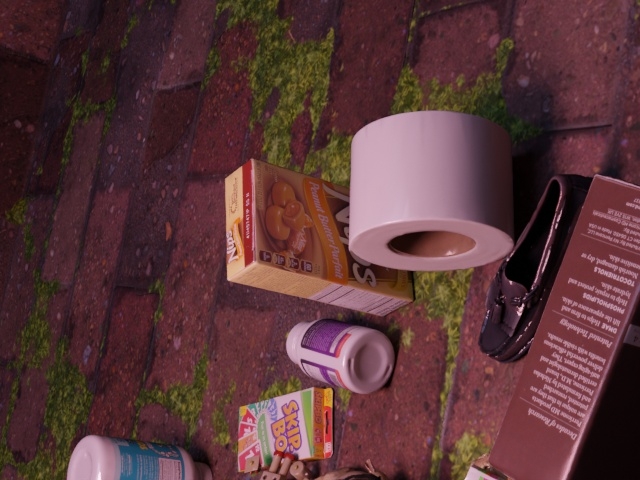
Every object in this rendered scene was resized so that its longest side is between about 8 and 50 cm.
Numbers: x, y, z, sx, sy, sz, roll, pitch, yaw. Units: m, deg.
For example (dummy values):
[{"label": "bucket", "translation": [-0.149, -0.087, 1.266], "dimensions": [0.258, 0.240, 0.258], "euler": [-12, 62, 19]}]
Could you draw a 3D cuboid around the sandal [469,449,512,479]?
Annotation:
[{"label": "sandal", "translation": [0.232, 0.342, 1.555], "dimensions": [0.240, 0.079, 0.088], "euler": [-48, 43, 33]}]

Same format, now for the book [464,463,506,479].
[{"label": "book", "translation": [0.250, 0.376, 1.493], "dimensions": [0.144, 0.035, 0.096], "euler": [25, 99, 18]}]

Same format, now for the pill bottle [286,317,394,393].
[{"label": "pill bottle", "translation": [0.027, 0.189, 1.876], "dimensions": [0.193, 0.108, 0.108], "euler": [9, 85, 55]}]

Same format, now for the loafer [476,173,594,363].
[{"label": "loafer", "translation": [0.293, 0.035, 1.572], "dimensions": [0.302, 0.095, 0.109], "euler": [-62, 36, 18]}]

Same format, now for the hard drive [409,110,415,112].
[{"label": "hard drive", "translation": [0.146, -0.141, 1.910], "dimensions": [0.094, 0.022, 0.135], "euler": [-41, 46, 39]}]

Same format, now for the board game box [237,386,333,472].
[{"label": "board game box", "translation": [-0.066, 0.344, 2.015], "dimensions": [0.259, 0.039, 0.124], "euler": [-22, 61, 46]}]

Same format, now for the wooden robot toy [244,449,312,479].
[{"label": "wooden robot toy", "translation": [-0.054, 0.419, 1.941], "dimensions": [0.173, 0.079, 0.076], "euler": [5, 57, 42]}]

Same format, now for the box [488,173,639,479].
[{"label": "box", "translation": [0.369, 0.132, 1.347], "dimensions": [0.143, 0.191, 0.381], "euler": [29, 102, 55]}]

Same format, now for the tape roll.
[{"label": "tape roll", "translation": [0.166, -0.069, 1.662], "dimensions": [0.246, 0.246, 0.169], "euler": [-21, 61, 50]}]

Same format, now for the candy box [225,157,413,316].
[{"label": "candy box", "translation": [0.000, 0.000, 1.802], "dimensions": [0.087, 0.316, 0.183], "euler": [-32, 53, 46]}]

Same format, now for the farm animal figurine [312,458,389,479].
[{"label": "farm animal figurine", "translation": [0.062, 0.441, 1.666], "dimensions": [0.327, 0.172, 0.330], "euler": [80, 173, -51]}]

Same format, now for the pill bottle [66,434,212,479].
[{"label": "pill bottle", "translation": [-0.343, 0.461, 2.152], "dimensions": [0.146, 0.264, 0.146], "euler": [-25, 58, 47]}]
